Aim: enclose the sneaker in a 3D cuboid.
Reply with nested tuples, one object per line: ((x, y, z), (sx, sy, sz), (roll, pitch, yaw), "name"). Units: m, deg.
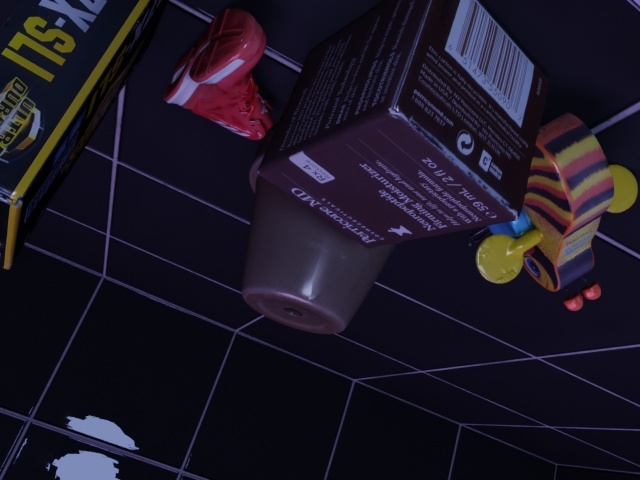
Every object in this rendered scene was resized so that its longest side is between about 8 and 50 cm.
((-0.088, -0.186, 0.662), (0.128, 0.087, 0.221), (23, 171, -31), "sneaker")

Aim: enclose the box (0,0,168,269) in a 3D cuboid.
((-0.235, -0.149, 0.526), (0.079, 0.322, 0.257), (29, 155, -19), "box")

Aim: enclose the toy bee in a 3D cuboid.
((0.276, -0.010, 0.646), (0.162, 0.195, 0.298), (57, -166, 20), "toy bee")

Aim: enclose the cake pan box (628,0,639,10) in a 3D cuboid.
((0.263, -0.223, 0.291), (0.266, 0.070, 0.245), (28, 154, -19), "cake pan box")

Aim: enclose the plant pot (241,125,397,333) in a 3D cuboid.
((0.000, 0.000, 0.793), (0.262, 0.229, 0.263), (15, 156, 7), "plant pot")

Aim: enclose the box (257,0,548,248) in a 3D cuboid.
((0.079, -0.112, 0.554), (0.168, 0.167, 0.203), (32, 154, -28), "box")
